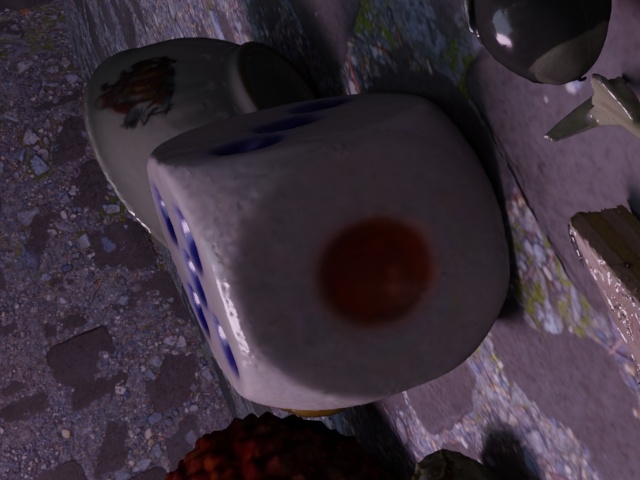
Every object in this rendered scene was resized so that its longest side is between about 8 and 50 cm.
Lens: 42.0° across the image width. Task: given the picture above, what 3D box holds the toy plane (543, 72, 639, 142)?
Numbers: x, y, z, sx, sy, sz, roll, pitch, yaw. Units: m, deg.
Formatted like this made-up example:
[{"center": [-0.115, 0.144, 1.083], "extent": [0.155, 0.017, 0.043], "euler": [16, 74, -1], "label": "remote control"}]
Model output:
[{"center": [0.222, -0.012, 0.414], "extent": [0.286, 0.092, 0.108], "euler": [51, -179, 39], "label": "toy plane"}]

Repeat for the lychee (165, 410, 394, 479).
[{"center": [-0.036, 0.497, 1.229], "extent": [0.500, 0.425, 0.424], "euler": [58, 160, 16], "label": "lychee"}]

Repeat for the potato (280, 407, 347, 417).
[{"center": [-0.012, 0.182, 1.218], "extent": [0.158, 0.178, 0.203], "euler": [30, 126, 39], "label": "potato"}]

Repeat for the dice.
[{"center": [0.000, 0.000, 0.786], "extent": [0.251, 0.259, 0.243], "euler": [-149, 42, -64], "label": "dice"}]

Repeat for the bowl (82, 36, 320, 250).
[{"center": [-0.093, -0.130, 0.994], "extent": [0.158, 0.337, 0.337], "euler": [-33, 75, 31], "label": "bowl"}]

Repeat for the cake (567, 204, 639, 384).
[{"center": [0.210, 0.027, 0.536], "extent": [0.065, 0.052, 0.121], "euler": [116, 132, -74], "label": "cake"}]

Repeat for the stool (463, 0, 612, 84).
[{"center": [0.115, -0.198, 0.425], "extent": [0.228, 0.153, 0.139], "euler": [44, 172, -29], "label": "stool"}]

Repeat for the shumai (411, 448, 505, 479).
[{"center": [0.162, 0.306, 0.849], "extent": [0.142, 0.184, 0.184], "euler": [6, 122, 32], "label": "shumai"}]
